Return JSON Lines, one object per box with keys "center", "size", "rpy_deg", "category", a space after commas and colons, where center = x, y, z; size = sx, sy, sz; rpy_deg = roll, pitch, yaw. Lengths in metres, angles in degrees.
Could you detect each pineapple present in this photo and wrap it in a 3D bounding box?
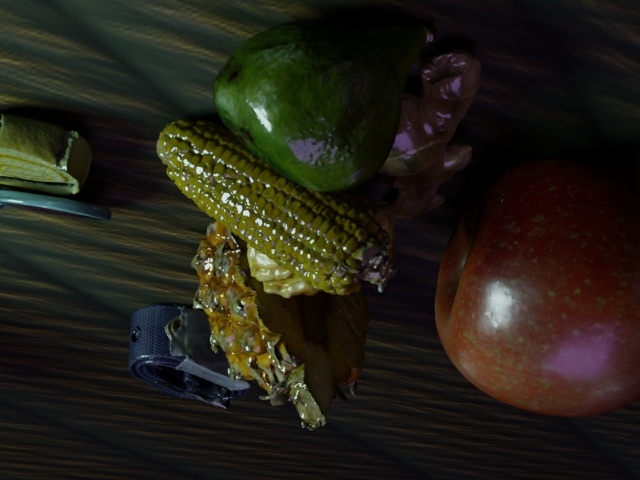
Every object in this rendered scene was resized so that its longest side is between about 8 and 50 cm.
{"center": [-0.086, 0.158, 1.456], "size": [0.209, 0.286, 0.344], "rpy_deg": [-25, 142, 29], "category": "pineapple"}

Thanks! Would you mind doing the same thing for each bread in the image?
{"center": [-0.350, -0.103, 1.193], "size": [0.156, 0.064, 0.117], "rpy_deg": [14, 158, -19], "category": "bread"}

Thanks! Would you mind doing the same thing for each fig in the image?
{"center": [0.017, -0.174, 1.080], "size": [0.235, 0.203, 0.203], "rpy_deg": [-47, 141, -2], "category": "fig"}

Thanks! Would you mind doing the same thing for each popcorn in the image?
{"center": [0.000, -0.013, 1.322], "size": [0.194, 0.163, 0.140], "rpy_deg": [-11, 132, 10], "category": "popcorn"}

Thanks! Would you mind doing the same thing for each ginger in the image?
{"center": [0.118, -0.110, 1.250], "size": [0.148, 0.081, 0.333], "rpy_deg": [-19, 150, -7], "category": "ginger"}

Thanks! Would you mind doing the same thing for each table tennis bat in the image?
{"center": [-0.386, -0.051, 1.274], "size": [0.244, 0.040, 0.153], "rpy_deg": [9, 176, -7], "category": "table tennis bat"}

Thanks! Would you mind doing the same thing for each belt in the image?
{"center": [-0.212, 0.195, 1.652], "size": [0.140, 0.126, 0.230], "rpy_deg": [-25, 142, 33], "category": "belt"}

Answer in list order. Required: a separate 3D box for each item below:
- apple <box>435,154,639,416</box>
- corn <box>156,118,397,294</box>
{"center": [0.303, 0.059, 1.297], "size": [0.277, 0.348, 0.348], "rpy_deg": [12, 147, -2], "category": "apple"}
{"center": [-0.052, -0.042, 1.197], "size": [0.322, 0.119, 0.119], "rpy_deg": [35, 144, 4], "category": "corn"}
